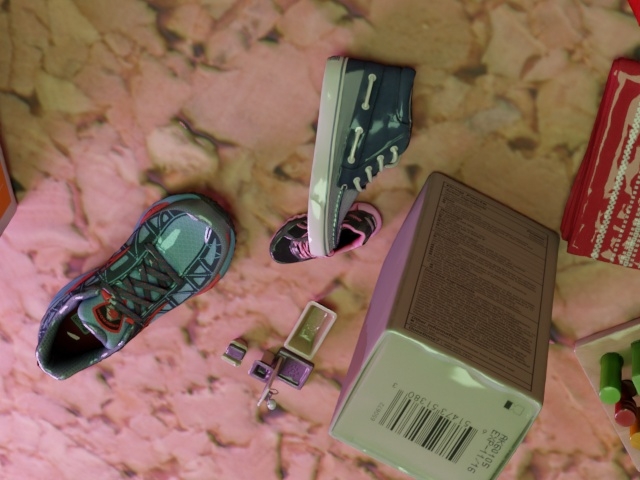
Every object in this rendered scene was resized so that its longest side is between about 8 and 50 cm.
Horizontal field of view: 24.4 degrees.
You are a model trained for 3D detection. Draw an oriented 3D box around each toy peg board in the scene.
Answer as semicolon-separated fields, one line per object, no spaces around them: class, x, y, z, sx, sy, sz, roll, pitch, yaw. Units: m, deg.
toy peg board;0.350;0.154;1.435;0.161;0.079;0.160;-23;109;22

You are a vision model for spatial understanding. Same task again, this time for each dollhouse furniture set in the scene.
dollhouse furniture set;-0.043;0.110;1.499;0.091;0.081;0.114;29;118;-3

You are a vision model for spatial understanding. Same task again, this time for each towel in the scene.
towel;0.374;-0.049;1.357;0.275;0.031;0.199;13;116;4

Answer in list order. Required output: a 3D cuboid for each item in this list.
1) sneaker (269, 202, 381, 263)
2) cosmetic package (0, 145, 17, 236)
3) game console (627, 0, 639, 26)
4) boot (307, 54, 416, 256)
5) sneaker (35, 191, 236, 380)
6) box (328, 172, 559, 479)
sneaker;0.000;0.000;1.449;0.119;0.057;0.047;-19;113;21
cosmetic package;-0.429;-0.147;1.333;0.161;0.230;0.453;1;128;12
game console;0.410;-0.252;1.075;0.342;0.386;0.060;-38;69;26
boot;0.038;-0.074;1.381;0.086;0.069;0.190;7;102;5
sneaker;-0.186;0.059;1.481;0.104;0.125;0.262;44;117;-11
box;0.118;0.075;1.315;0.148;0.311;0.121;27;118;-1
